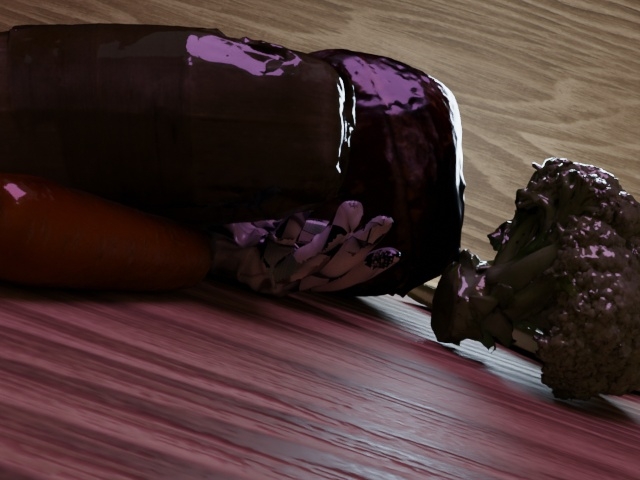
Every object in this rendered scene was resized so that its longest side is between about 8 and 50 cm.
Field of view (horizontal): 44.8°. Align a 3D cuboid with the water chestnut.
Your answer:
[{"bbox_3d":[0.017,-0.071,0.980,0.347,0.335,0.335,-12,6,-4],"label":"water chestnut"}]

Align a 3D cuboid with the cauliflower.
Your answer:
[{"bbox_3d":[0.237,0.044,0.839,0.250,0.272,0.275,-11,-18,10],"label":"cauliflower"}]

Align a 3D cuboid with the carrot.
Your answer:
[{"bbox_3d":[-0.150,0.002,0.515,0.067,0.067,0.225,20,2,24],"label":"carrot"}]

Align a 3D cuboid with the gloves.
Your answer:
[{"bbox_3d":[-0.030,0.009,0.776,0.212,0.111,0.127,17,-16,11],"label":"gloves"}]

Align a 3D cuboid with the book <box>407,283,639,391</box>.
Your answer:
[{"bbox_3d":[0.317,0.142,1.117,0.239,0.035,0.352,19,2,-37],"label":"book"}]

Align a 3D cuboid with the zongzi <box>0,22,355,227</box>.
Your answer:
[{"bbox_3d":[-0.155,-0.091,0.752,0.356,0.174,0.393,1,-2,-5],"label":"zongzi"}]
